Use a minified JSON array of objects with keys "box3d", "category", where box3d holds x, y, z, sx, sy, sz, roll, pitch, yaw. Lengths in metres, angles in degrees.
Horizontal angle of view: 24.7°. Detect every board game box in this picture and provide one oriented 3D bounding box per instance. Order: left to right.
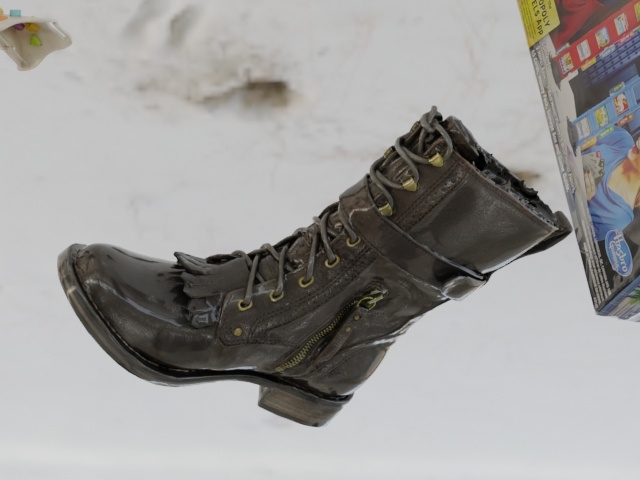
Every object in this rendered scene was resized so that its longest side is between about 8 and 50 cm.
[{"box3d":[0.182,-0.089,0.626,0.060,0.194,0.194,8,152,-37],"category":"board game box"}]

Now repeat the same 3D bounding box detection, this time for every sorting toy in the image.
[{"box3d":[-0.305,-0.220,1.548,0.075,0.045,0.083,0,157,19],"category":"sorting toy"}]

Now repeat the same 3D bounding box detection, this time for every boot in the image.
[{"box3d":[0.000,0.000,0.885,0.263,0.091,0.229,23,123,-40],"category":"boot"}]
